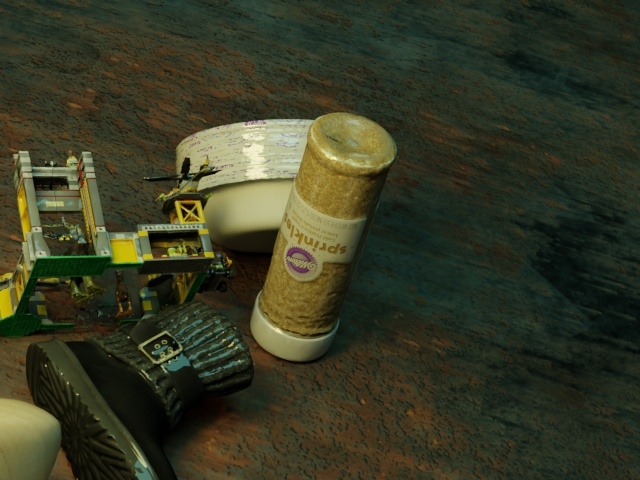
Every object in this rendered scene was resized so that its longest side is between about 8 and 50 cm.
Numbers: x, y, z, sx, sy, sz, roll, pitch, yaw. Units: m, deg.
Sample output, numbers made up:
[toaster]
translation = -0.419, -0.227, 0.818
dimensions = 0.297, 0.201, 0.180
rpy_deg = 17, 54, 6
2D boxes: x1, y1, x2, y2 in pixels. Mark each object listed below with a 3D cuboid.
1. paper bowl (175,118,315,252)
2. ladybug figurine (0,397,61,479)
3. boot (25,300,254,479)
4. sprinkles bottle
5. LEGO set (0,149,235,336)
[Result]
[paper bowl]
translation = -0.065, -0.070, 2.274
dimensions = 0.284, 0.284, 0.148
rpy_deg = 2, 77, -20
[ladybug figurine]
translation = -0.505, 0.253, 1.713
dimensions = 0.449, 0.305, 0.162
rpy_deg = 2, 82, -21
[boot]
translation = -0.187, 0.214, 1.971
dimensions = 0.260, 0.131, 0.348
rpy_deg = -10, 46, -32
[sprinkles bottle]
translation = 0.000, 0.000, 2.124
dimensions = 0.121, 0.355, 0.121
rpy_deg = 11, 38, -9
[LEGO set]
translation = -0.294, -0.009, 2.103
dimensions = 0.331, 0.255, 0.192
rpy_deg = -5, 60, -17
